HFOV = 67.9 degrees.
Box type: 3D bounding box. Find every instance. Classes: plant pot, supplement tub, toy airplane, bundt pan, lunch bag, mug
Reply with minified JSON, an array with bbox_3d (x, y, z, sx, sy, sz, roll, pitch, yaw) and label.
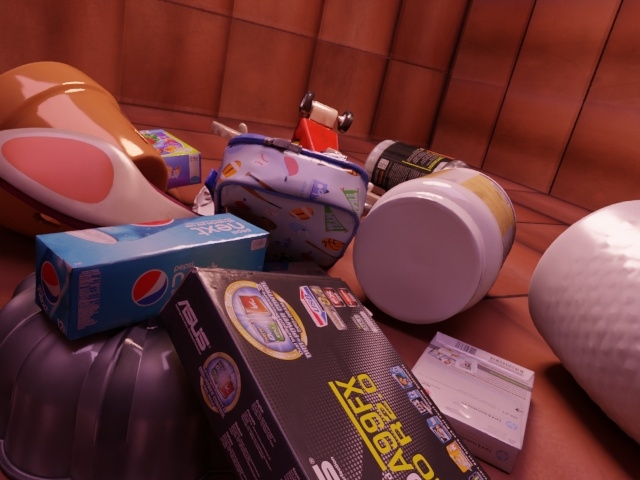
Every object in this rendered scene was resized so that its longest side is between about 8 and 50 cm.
[{"bbox_3d":[-0.390,-0.105,0.771,0.203,0.291,0.291,32,23,7],"label":"plant pot"},{"bbox_3d":[0.216,-0.002,0.868,0.240,0.241,0.331,21,21,23],"label":"supplement tub"},{"bbox_3d":[-0.029,-0.165,1.164,0.386,0.272,0.384,46,32,19],"label":"toy airplane"},{"bbox_3d":[-0.180,0.102,0.516,0.330,0.124,0.331,10,19,-4],"label":"bundt pan"},{"bbox_3d":[-0.063,-0.050,0.784,0.243,0.303,0.115,15,64,-5],"label":"lunch bag"},{"bbox_3d":[0.307,-0.166,1.429,0.207,0.207,0.338,-8,28,-45],"label":"supplement tub"},{"bbox_3d":[0.502,0.164,0.610,0.374,0.276,0.328,39,17,-20],"label":"mug"}]

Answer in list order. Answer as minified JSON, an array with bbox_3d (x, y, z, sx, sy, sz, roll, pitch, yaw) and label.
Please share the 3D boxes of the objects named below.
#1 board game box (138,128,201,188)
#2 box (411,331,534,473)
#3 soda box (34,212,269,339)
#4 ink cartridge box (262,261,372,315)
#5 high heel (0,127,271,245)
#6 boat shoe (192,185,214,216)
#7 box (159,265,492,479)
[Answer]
[{"bbox_3d":[-0.482,-0.177,1.086,0.347,0.078,0.233,-15,33,-36],"label":"board game box"},{"bbox_3d":[0.190,0.194,0.613,0.145,0.038,0.186,20,20,22],"label":"box"},{"bbox_3d":[-0.152,0.023,0.463,0.071,0.067,0.210,26,23,34],"label":"soda box"},{"bbox_3d":[-0.016,0.096,0.720,0.104,0.062,0.181,1,22,-32],"label":"ink cartridge box"},{"bbox_3d":[-0.269,-0.022,0.668,0.377,0.181,0.127,24,55,-25],"label":"high heel"},{"bbox_3d":[-0.227,-0.075,1.025,0.096,0.088,0.267,10,19,-7],"label":"boat shoe"},{"bbox_3d":[0.016,0.144,0.399,0.216,0.060,0.270,12,36,-53],"label":"box"}]
